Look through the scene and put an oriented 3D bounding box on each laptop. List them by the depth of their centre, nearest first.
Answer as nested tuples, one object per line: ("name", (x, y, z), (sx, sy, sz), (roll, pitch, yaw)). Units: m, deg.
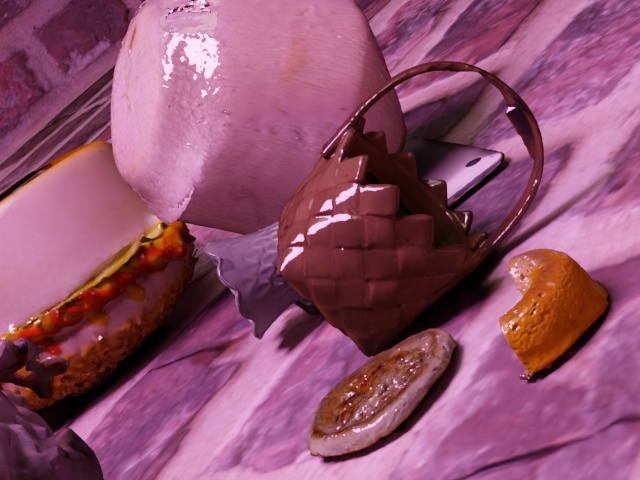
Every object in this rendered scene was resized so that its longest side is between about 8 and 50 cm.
("laptop", (0.030, -0.023, 1.206), (0.188, 0.015, 0.269), (-38, 15, -8))

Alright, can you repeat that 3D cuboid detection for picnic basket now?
("picnic basket", (0.059, -0.029, 0.940), (0.178, 0.128, 0.138), (-43, 15, 12))

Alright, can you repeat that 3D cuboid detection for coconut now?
("coconut", (-0.043, -0.104, 1.181), (0.234, 0.224, 0.224), (0, -2, -28))

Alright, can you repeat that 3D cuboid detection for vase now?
("vase", (0.000, 0.000, 1.054), (0.149, 0.081, 0.081), (-30, 15, -2))

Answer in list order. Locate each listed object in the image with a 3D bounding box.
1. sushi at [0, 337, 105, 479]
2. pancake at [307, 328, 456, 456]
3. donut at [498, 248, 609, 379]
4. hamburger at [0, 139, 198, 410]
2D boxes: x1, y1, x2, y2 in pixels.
("sushi", (-0.293, 0.199, 0.823), (0.417, 0.176, 0.417), (-39, -6, -5))
("pancake", (0.034, 0.088, 0.864), (0.108, 0.017, 0.108), (-37, 12, 9))
("donut", (0.116, 0.035, 0.800), (0.083, 0.038, 0.067), (-42, 19, -26))
("hamburger", (-0.242, 0.043, 1.306), (0.276, 0.179, 0.294), (-39, 12, -18))
